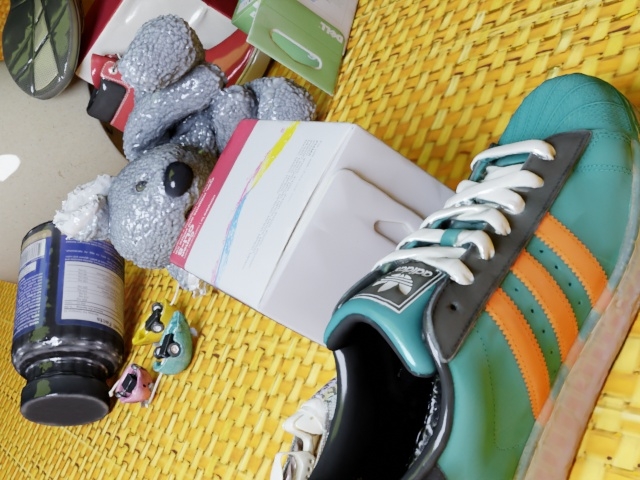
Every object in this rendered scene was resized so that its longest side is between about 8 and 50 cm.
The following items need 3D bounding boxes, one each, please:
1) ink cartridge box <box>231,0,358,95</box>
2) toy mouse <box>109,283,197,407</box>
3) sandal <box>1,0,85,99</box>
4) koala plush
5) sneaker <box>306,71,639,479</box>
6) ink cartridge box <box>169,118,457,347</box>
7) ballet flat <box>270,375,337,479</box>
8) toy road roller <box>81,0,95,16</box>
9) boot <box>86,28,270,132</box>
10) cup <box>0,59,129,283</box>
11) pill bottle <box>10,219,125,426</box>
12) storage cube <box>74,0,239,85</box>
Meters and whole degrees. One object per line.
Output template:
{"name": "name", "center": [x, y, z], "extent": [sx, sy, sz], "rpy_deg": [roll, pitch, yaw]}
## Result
{"name": "ink cartridge box", "center": [-0.024, -0.248, 0.867], "extent": [0.062, 0.109, 0.209], "rpy_deg": [-24, 44, 49]}
{"name": "toy mouse", "center": [-0.163, 0.123, 0.820], "extent": [0.161, 0.031, 0.143], "rpy_deg": [-51, 28, 16]}
{"name": "sandal", "center": [-0.363, -0.312, 1.109], "extent": [0.120, 0.086, 0.302], "rpy_deg": [-30, 55, 18]}
{"name": "koala plush", "center": [-0.144, -0.065, 0.825], "extent": [0.203, 0.196, 0.221], "rpy_deg": [-27, 41, 63]}
{"name": "sneaker", "center": [0.079, 0.029, 0.417], "extent": [0.108, 0.121, 0.302], "rpy_deg": [-5, 59, 57]}
{"name": "ink cartridge box", "center": [0.000, 0.000, 0.567], "extent": [0.127, 0.128, 0.176], "rpy_deg": [-63, 27, -6]}
{"name": "ballet flat", "center": [-0.010, 0.139, 0.545], "extent": [0.041, 0.041, 0.114], "rpy_deg": [-18, 49, 52]}
{"name": "toy road roller", "center": [-0.395, -0.340, 1.339], "extent": [0.241, 0.329, 0.202], "rpy_deg": [-32, 32, 2]}
{"name": "boot", "center": [-0.183, -0.218, 1.029], "extent": [0.244, 0.176, 0.088], "rpy_deg": [-45, 30, 24]}
{"name": "cup", "center": [-0.387, -0.132, 1.185], "extent": [0.237, 0.331, 0.331], "rpy_deg": [-23, 39, 13]}
{"name": "pill bottle", "center": [-0.288, 0.093, 0.939], "extent": [0.123, 0.123, 0.219], "rpy_deg": [-36, 48, 37]}
{"name": "storage cube", "center": [-0.211, -0.295, 1.139], "extent": [0.215, 0.184, 0.193], "rpy_deg": [-47, 31, 22]}
